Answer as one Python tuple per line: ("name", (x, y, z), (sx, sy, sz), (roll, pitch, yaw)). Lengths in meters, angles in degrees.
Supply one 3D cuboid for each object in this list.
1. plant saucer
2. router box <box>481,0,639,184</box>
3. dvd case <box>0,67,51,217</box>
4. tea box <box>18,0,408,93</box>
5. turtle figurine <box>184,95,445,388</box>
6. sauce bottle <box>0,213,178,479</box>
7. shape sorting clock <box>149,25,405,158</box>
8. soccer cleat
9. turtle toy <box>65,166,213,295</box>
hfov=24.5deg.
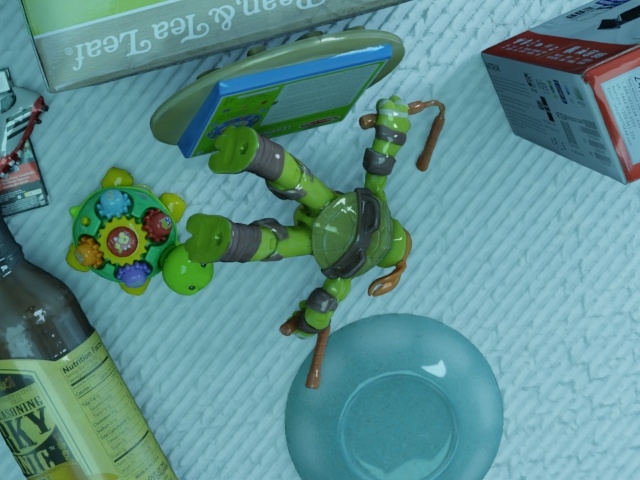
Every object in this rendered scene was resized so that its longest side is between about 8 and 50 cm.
("plant saucer", (0.067, 0.161, 1.277), (0.195, 0.037, 0.195), (-1, 100, -5))
("router box", (0.299, -0.157, 1.089), (0.301, 0.335, 0.082), (-25, 101, -1))
("dvd case", (-0.283, -0.075, 1.222), (0.087, 0.013, 0.119), (-17, 101, -1))
("tea box", (-0.074, -0.303, 1.056), (0.329, 0.220, 0.323), (-14, 100, -2))
("turtle figurine", (0.000, 0.000, 1.173), (0.217, 0.087, 0.269), (14, 107, -41))
("sauce bottle", (-0.227, 0.110, 1.212), (0.111, 0.111, 0.344), (-28, 99, 1))
("shape sorting clock", (-0.034, -0.119, 1.141), (0.206, 0.206, 0.040), (-21, 77, 0))
("soccer cleat", (-0.254, -0.087, 1.202), (0.036, 0.029, 0.083), (30, 93, 0))
("turtle toy", (-0.149, 0.003, 1.218), (0.130, 0.066, 0.095), (25, 97, -8))
